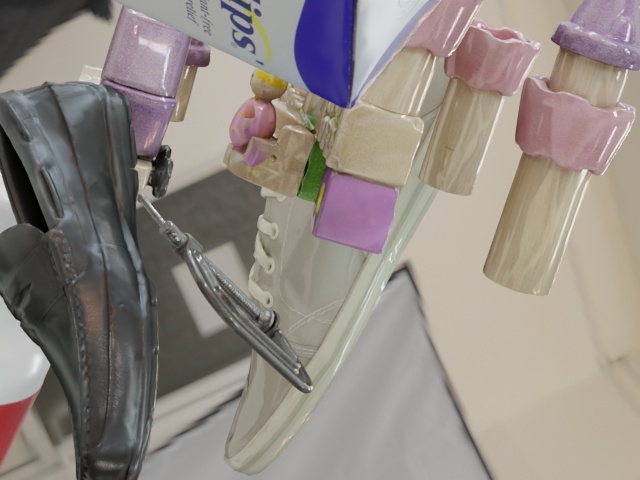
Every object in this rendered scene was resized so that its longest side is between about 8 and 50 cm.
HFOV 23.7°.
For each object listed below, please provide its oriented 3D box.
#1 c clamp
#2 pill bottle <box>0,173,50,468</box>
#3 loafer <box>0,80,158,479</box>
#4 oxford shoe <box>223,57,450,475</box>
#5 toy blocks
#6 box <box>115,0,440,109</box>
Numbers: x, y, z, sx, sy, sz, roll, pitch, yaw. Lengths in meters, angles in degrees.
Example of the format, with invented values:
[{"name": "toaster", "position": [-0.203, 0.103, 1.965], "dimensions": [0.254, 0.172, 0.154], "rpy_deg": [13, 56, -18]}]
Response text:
[{"name": "c clamp", "position": [-0.061, 0.042, 1.105], "dimensions": [0.160, 0.022, 0.137], "rpy_deg": [48, 3, -34]}, {"name": "pill bottle", "position": [-0.325, 0.114, 1.044], "dimensions": [0.229, 0.407, 0.229], "rpy_deg": [26, 13, -6]}, {"name": "loafer", "position": [-0.123, 0.019, 0.731], "dimensions": [0.076, 0.078, 0.223], "rpy_deg": [115, -31, -53]}, {"name": "oxford shoe", "position": [0.000, 0.000, 1.293], "dimensions": [0.169, 0.130, 0.449], "rpy_deg": [-83, -163, -66]}, {"name": "toy blocks", "position": [0.024, -0.154, 0.933], "dimensions": [0.288, 0.309, 0.260], "rpy_deg": [-111, -143, -71]}, {"name": "box", "position": [-0.016, -0.125, 0.447], "dimensions": [0.137, 0.126, 0.072], "rpy_deg": [27, -33, 18]}]
